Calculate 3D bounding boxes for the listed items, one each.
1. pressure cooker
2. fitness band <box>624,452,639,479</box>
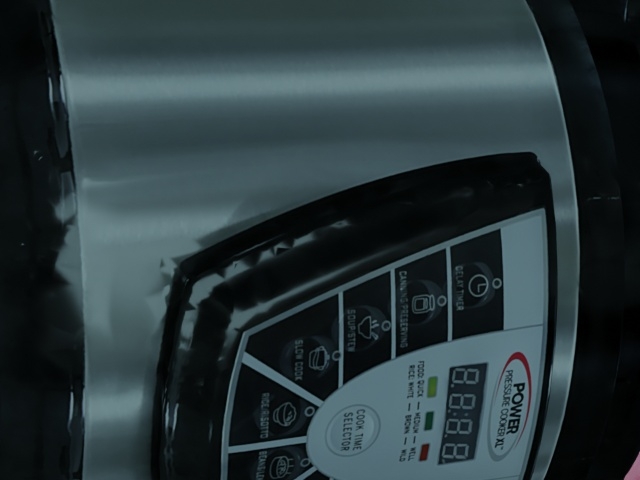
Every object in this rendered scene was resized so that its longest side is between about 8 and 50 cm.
[{"bbox_3d":[-0.002,-0.005,0.862,0.420,0.370,0.375,-3,73,-20],"label":"pressure cooker"},{"bbox_3d":[0.208,0.110,1.055,0.291,0.209,0.054,-37,98,-14],"label":"fitness band"}]
